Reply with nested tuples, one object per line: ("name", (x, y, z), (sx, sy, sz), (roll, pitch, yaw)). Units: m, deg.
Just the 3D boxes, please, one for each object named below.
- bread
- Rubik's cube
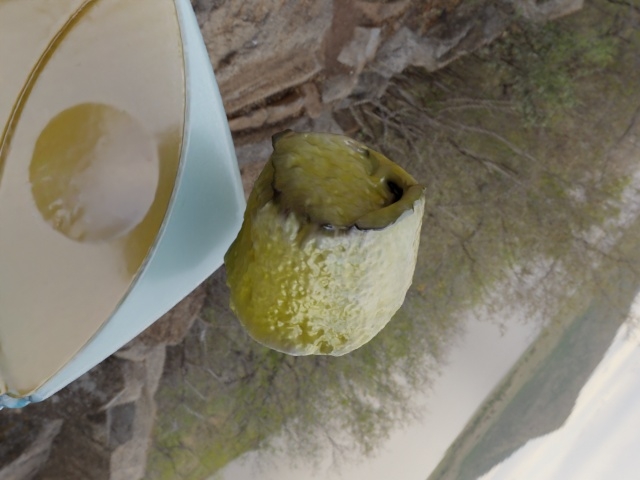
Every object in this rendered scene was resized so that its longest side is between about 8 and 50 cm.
("bread", (0.003, 0.002, 0.619), (0.197, 0.197, 0.170), (-35, 147, -40))
("Rubik's cube", (-0.322, -0.084, 0.659), (0.347, 0.352, 0.352), (-40, 125, -37))
